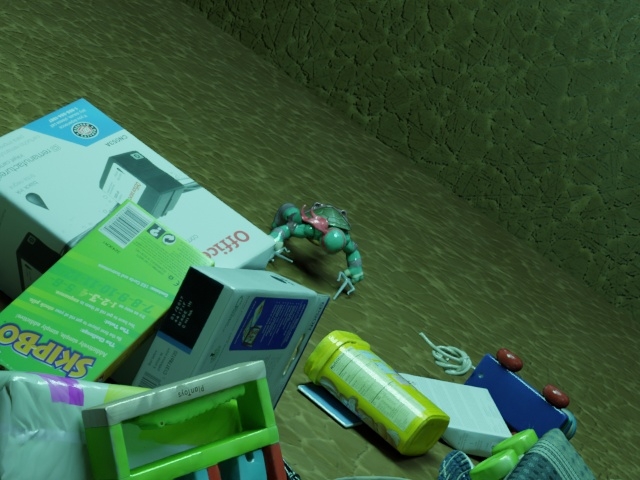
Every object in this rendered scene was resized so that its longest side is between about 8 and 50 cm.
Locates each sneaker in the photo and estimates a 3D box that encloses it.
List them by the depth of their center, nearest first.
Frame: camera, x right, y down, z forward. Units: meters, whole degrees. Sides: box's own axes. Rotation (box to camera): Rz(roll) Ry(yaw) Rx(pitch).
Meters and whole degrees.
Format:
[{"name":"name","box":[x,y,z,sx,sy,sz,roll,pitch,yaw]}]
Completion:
[{"name":"sneaker","box":[0.193,0.315,2.115,0.058,0.052,0.135,32,17,-44]}]

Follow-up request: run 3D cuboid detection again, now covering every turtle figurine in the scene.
[{"name":"turtle figurine","box":[0.000,0.000,2.646,0.175,0.118,0.234,28,9,-15]}]

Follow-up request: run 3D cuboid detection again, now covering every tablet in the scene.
[{"name":"tablet","box":[0.012,0.208,2.165,0.083,0.006,0.054,38,15,21]}]

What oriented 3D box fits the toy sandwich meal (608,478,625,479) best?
[{"name":"toy sandwich meal","box":[0.444,0.375,2.471,0.085,0.029,0.085,33,16,-11]}]

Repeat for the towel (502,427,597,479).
[{"name":"towel","box":[0.271,0.380,1.749,0.324,0.056,0.312,57,27,0]}]

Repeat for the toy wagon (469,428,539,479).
[{"name":"toy wagon","box":[0.268,0.346,1.922,0.267,0.068,0.344,62,17,4]}]

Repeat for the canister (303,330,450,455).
[{"name":"canister","box":[0.074,0.196,2.184,0.170,0.073,0.126,39,7,21]}]

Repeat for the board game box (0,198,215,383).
[{"name":"board game box","box":[-0.237,0.074,1.759,0.124,0.039,0.259,36,56,15]}]

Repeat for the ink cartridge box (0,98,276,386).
[{"name":"ink cartridge box","box":[-0.241,0.000,1.947,0.307,0.129,0.223,36,37,16]}]

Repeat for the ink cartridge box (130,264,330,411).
[{"name":"ink cartridge box","box":[-0.095,0.115,1.880,0.065,0.165,0.332,27,4,18]}]

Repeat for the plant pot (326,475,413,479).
[{"name":"plant pot","box":[0.094,0.364,1.253,0.334,0.334,0.305,42,6,35]}]

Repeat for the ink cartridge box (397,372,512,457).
[{"name":"ink cartridge box","box":[0.160,0.238,2.345,0.179,0.045,0.145,9,21,-13]}]

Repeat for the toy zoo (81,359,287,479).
[{"name":"toy zoo","box":[-0.086,0.256,1.356,0.030,0.293,0.192,-10,2,38]}]

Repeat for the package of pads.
[{"name":"package of pads","box":[-0.224,0.168,1.416,0.229,0.101,0.296,-5,-13,39]}]

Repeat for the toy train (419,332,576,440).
[{"name":"toy train","box":[0.263,0.212,2.510,0.248,0.105,0.143,38,5,25]}]

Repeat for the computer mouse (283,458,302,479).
[{"name":"computer mouse","box":[-0.078,0.241,1.751,0.184,0.060,0.262,39,15,23]}]
